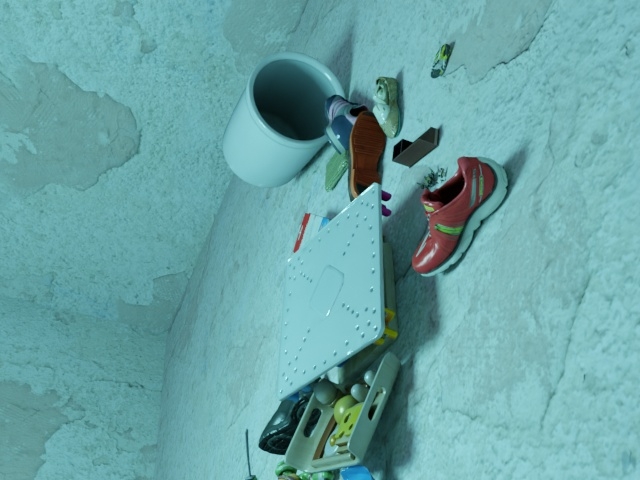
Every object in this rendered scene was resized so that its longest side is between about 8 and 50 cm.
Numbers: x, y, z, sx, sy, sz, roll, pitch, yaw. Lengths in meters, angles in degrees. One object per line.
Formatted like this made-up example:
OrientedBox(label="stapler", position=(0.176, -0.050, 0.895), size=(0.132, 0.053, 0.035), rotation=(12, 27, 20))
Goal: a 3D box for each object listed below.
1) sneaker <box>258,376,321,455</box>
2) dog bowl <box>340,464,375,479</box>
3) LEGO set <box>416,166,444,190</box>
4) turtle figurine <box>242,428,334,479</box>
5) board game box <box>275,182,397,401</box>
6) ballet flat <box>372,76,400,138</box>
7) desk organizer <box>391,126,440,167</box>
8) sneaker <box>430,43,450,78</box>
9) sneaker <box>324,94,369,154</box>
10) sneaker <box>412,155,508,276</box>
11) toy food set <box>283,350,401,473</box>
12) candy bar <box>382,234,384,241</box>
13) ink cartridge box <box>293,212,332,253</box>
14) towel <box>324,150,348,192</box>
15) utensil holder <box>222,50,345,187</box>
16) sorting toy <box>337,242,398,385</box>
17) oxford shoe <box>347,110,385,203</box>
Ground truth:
OrientedBox(label="sneaker", position=(-0.067, 0.450, 1.868), size=(0.286, 0.109, 0.130), rotation=(-51, 21, 30))
OrientedBox(label="dog bowl", position=(0.018, 0.561, 1.409), size=(0.297, 0.074, 0.166), rotation=(-39, 21, 27))
OrientedBox(label="LEGO set", position=(0.244, -0.131, 1.562), size=(0.083, 0.023, 0.054), rotation=(15, 91, 58))
OrientedBox(label="turtle figurine", position=(-0.072, 0.558, 1.613), size=(0.266, 0.197, 0.275), rotation=(-112, 36, -54))
OrientedBox(label="board game box", position=(0.031, 0.122, 1.615), size=(0.390, 0.050, 0.390), rotation=(-42, 35, 43))
OrientedBox(label="ballet flat", position=(0.167, -0.350, 1.882), size=(0.073, 0.067, 0.206), rotation=(126, 153, -46))
OrientedBox(label="desk organizer", position=(0.217, -0.217, 1.654), size=(0.130, 0.050, 0.047), rotation=(143, 140, -61))
OrientedBox(label="sneaker", position=(0.280, -0.418, 1.683), size=(0.035, 0.031, 0.083), rotation=(-93, 27, -76))
OrientedBox(label="sneaker", position=(0.089, -0.362, 2.114), size=(0.131, 0.112, 0.319), rotation=(-31, 29, 18))
OrientedBox(label="sneaker", position=(0.234, -0.051, 1.361), size=(0.107, 0.118, 0.279), rotation=(-97, 29, -51))
OrientedBox(label="toy food set", position=(0.037, 0.360, 1.516), size=(0.306, 0.092, 0.220), rotation=(-40, 19, 57))
OrientedBox(label="candy bar", position=(0.128, -0.024, 1.801), size=(0.161, 0.018, 0.040), rotation=(-120, 45, -64))
OrientedBox(label="ink cartridge box", position=(0.000, 0.000, 2.054), size=(0.231, 0.078, 0.134), rotation=(-155, 82, -71))
OrientedBox(label="towel", position=(0.051, -0.225, 2.177), size=(0.148, 0.027, 0.110), rotation=(125, 155, -45))
OrientedBox(label="utensil holder", position=(-0.134, -0.382, 2.394), size=(0.385, 0.327, 0.328), rotation=(137, 145, -62))
OrientedBox(label="sorting toy", position=(0.075, 0.167, 1.684), size=(0.255, 0.089, 0.257), rotation=(126, 154, -45))
OrientedBox(label="oxford shoe", position=(0.107, -0.215, 1.908), size=(0.098, 0.096, 0.271), rotation=(133, 148, -64))
